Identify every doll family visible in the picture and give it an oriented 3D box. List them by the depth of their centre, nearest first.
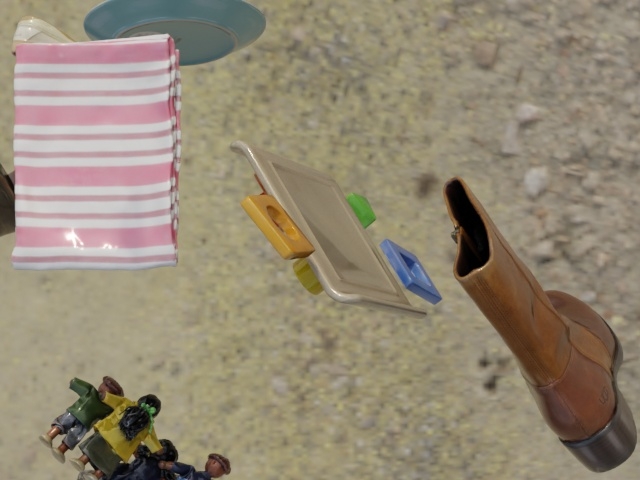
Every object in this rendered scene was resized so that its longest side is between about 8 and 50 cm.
[{"bbox_3d":[-0.170,0.206,1.441,0.193,0.111,0.076,52,154,-13],"label":"doll family"}]

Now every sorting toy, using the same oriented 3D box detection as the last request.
[{"bbox_3d":[0.000,0.000,1.399,0.047,0.348,0.196,-41,68,15],"label":"sorting toy"}]

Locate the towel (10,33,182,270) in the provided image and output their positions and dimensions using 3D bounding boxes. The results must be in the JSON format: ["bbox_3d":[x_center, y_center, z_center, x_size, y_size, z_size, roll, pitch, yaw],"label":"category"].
[{"bbox_3d":[-0.188,-0.072,1.252,0.144,0.029,0.197,-2,81,10],"label":"towel"}]

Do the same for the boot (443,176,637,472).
[{"bbox_3d":[0.185,0.055,1.443,0.096,0.280,0.264,-29,28,20],"label":"boot"}]

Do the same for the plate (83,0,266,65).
[{"bbox_3d":[-0.149,-0.212,1.550,0.188,0.188,0.024,-14,72,40],"label":"plate"}]

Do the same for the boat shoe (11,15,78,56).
[{"bbox_3d":[-0.313,-0.218,1.905,0.063,0.170,0.059,-25,41,62],"label":"boat shoe"}]

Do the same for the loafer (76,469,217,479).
[{"bbox_3d":[-0.185,0.271,1.652,0.061,0.170,0.062,-115,38,-48],"label":"loafer"}]

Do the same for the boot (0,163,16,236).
[{"bbox_3d":[-0.426,-0.065,1.821,0.106,0.219,0.082,-34,49,4],"label":"boot"}]
